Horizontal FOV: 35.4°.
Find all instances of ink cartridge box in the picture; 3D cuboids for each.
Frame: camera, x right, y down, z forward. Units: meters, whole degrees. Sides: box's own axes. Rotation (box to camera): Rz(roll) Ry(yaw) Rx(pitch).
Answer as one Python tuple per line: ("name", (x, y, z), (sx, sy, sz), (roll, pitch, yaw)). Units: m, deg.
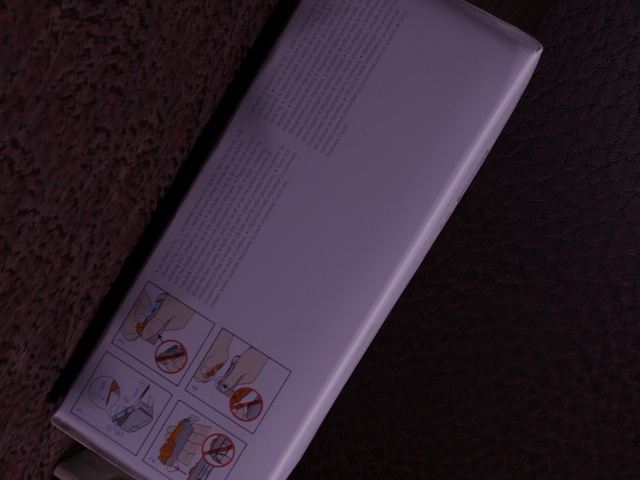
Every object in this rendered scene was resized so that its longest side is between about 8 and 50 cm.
("ink cartridge box", (0.000, 0.000, 0.654), (0.309, 0.130, 0.272), (-59, 173, 3))

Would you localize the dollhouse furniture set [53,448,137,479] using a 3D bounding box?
("dollhouse furniture set", (-0.155, 0.243, 0.709), (0.182, 0.101, 0.161), (-59, 171, 5))
